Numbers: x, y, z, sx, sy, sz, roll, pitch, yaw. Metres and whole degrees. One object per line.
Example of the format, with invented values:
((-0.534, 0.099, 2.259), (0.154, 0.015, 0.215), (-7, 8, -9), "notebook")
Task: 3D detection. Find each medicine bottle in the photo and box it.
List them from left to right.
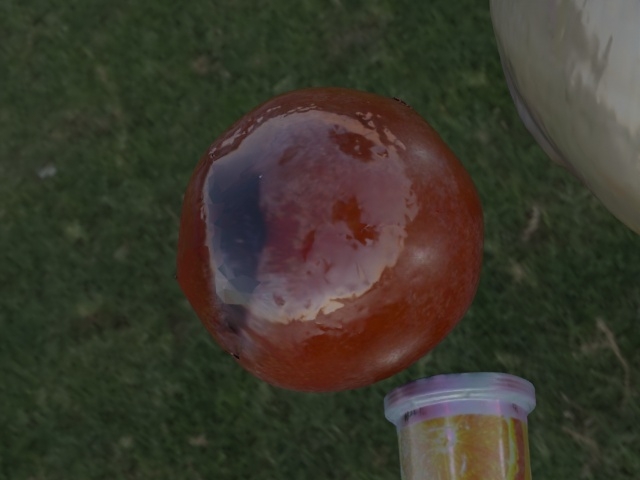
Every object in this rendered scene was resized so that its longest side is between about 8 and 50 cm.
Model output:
((0.111, 0.304, 0.994), (0.108, 0.108, 0.426), (-14, 65, 23), "medicine bottle")

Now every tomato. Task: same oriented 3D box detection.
((0.000, 0.000, 1.021), (0.184, 0.208, 0.208), (-15, 37, -33), "tomato")

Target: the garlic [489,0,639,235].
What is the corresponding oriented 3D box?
((0.160, -0.062, 0.548), (0.338, 0.196, 0.151), (26, 109, 34), "garlic")
